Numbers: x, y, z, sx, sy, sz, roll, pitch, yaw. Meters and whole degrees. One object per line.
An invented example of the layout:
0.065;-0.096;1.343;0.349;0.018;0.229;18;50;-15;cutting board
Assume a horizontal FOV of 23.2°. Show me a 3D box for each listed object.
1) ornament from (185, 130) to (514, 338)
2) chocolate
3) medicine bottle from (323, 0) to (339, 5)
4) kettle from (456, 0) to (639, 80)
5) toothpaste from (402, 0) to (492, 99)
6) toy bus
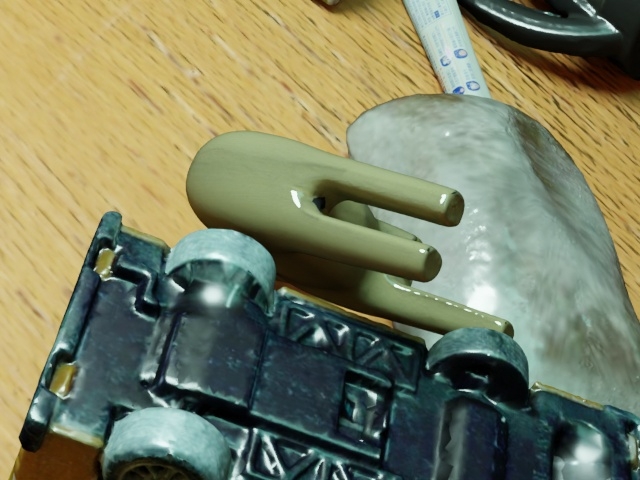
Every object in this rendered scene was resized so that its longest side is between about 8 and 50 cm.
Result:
0.000;0.000;0.928;0.245;0.230;0.061;18;79;30;ornament
0.134;0.013;1.062;0.185;0.100;0.303;11;48;-29;chocolate
-0.026;-0.297;1.284;0.188;0.088;0.132;35;43;2;medicine bottle
0.235;-0.285;1.386;0.271;0.251;0.207;46;14;23;kettle
0.103;-0.167;1.283;0.033;0.052;0.218;42;25;-54;toothpaste
-0.002;0.138;0.836;0.323;0.194;0.162;21;44;-9;toy bus
